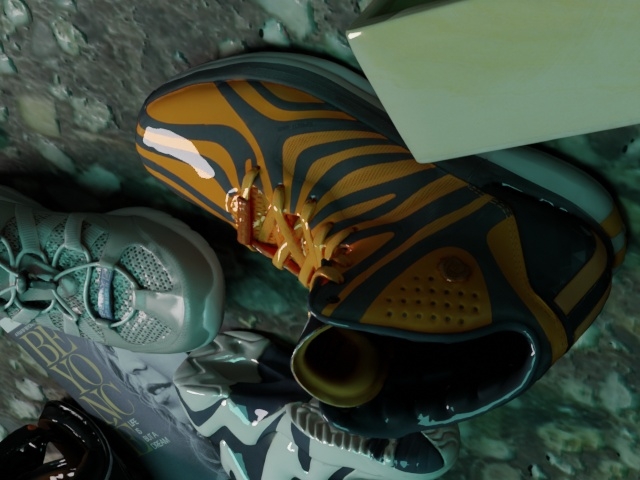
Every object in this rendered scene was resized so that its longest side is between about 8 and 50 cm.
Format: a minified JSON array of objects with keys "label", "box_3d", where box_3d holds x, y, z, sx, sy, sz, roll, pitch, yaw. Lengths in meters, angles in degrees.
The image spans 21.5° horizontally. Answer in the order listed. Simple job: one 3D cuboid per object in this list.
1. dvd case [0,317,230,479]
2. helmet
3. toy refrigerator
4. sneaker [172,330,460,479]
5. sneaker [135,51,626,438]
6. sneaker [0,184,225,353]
[{"label":"dvd case","box_3d":[-0.144,0.108,1.321,0.221,0.018,0.164,47,140,-11]},{"label":"helmet","box_3d":[-0.226,0.232,1.398,0.169,0.169,0.161,20,137,22]},{"label":"toy refrigerator","box_3d":[0.150,-0.120,0.802,0.269,0.102,0.094,-8,123,43]},{"label":"sneaker","box_3d":[0.011,0.157,1.190,0.235,0.094,0.153,6,133,34]},{"label":"sneaker","box_3d":[0.000,0.000,0.972,0.321,0.180,0.124,16,136,25]},{"label":"sneaker","box_3d":[-0.194,0.029,1.182,0.281,0.115,0.105,10,108,31]}]
